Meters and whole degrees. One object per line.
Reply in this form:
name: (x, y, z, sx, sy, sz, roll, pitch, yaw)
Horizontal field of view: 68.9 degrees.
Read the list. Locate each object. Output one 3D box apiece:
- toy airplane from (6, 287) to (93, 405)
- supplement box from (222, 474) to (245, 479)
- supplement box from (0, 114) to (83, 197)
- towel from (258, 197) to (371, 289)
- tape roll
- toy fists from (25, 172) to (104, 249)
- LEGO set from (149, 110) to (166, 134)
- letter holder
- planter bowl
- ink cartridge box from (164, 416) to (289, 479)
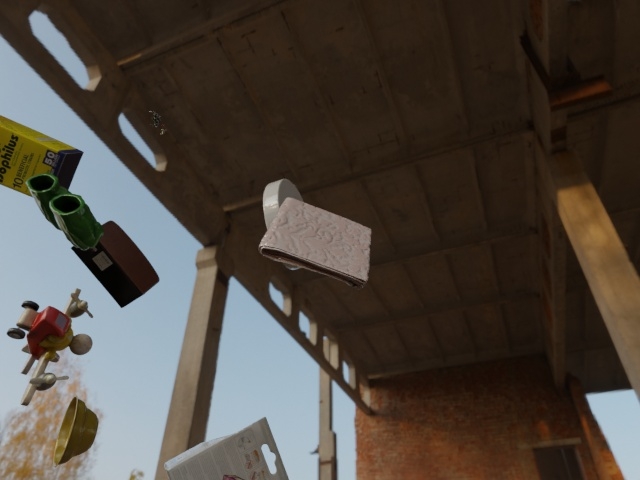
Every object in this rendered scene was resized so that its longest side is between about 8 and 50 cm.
toy airplane: (-1.056, 0.409, 1.861, 0.272, 0.386, 0.384, 17, 3, -16)
supplement box: (-0.290, 0.831, 1.587, 0.083, 0.043, 0.055, -4, -23, 43)
supplement box: (-1.086, -0.304, 1.668, 0.356, 0.195, 0.194, 24, -82, -13)
towel: (0.000, 0.000, 1.419, 0.316, 0.332, 0.053, 21, -61, -2)
tape roll: (-0.128, -0.070, 1.984, 0.072, 0.392, 0.392, -16, -42, 16)
toy fists: (-0.679, -0.076, 1.257, 0.279, 0.096, 0.142, 29, -40, 31)
LEGO set: (-0.536, -0.394, 1.550, 0.023, 0.054, 0.083, -5, -31, 29)
letter holder: (-0.774, 0.072, 1.850, 0.152, 0.214, 0.302, -29, -77, 30)
planter bowl: (-0.788, 0.625, 1.528, 0.090, 0.217, 0.217, 20, -43, -30)
ink cartridge box: (-0.332, 0.871, 1.718, 0.384, 0.308, 0.091, -21, 1, -28)
